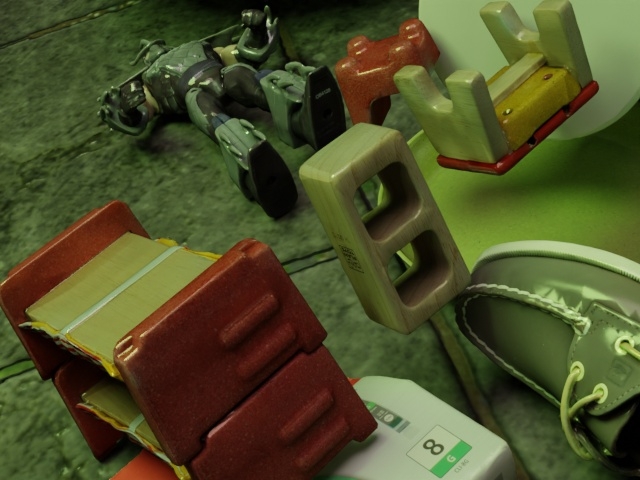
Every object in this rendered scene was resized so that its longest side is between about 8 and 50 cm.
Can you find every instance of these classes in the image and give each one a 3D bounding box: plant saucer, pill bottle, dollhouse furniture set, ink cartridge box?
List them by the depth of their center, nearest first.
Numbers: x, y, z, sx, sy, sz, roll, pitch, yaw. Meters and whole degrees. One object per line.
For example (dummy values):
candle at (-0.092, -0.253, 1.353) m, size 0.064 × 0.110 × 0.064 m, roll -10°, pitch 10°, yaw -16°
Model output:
ink cartridge box at (-0.019, 0.145, 0.733) m, size 0.181 × 0.056 × 0.225 m, roll -39°, pitch 48°, yaw -24°
dollhouse furniture set at (0.000, 0.000, 0.766) m, size 0.374 × 0.152 × 0.201 m, roll -39°, pitch 29°, yaw -22°
plant saucer at (0.165, -0.030, 0.876) m, size 0.241 × 0.037 × 0.241 m, roll -9°, pitch 41°, yaw 8°
pill bottle at (0.231, -0.237, 0.912) m, size 0.210 × 0.210 × 0.363 m, roll 11°, pitch 38°, yaw 28°

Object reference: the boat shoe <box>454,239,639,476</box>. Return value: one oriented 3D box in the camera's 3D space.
boat shoe at (0.197, 0.092, 0.678) m, size 0.305 × 0.109 × 0.091 m, roll 26°, pitch 52°, yaw 33°

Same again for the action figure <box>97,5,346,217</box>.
action figure at (-0.092, -0.134, 1.030) m, size 0.185 × 0.099 × 0.285 m, roll -41°, pitch 42°, yaw -13°
